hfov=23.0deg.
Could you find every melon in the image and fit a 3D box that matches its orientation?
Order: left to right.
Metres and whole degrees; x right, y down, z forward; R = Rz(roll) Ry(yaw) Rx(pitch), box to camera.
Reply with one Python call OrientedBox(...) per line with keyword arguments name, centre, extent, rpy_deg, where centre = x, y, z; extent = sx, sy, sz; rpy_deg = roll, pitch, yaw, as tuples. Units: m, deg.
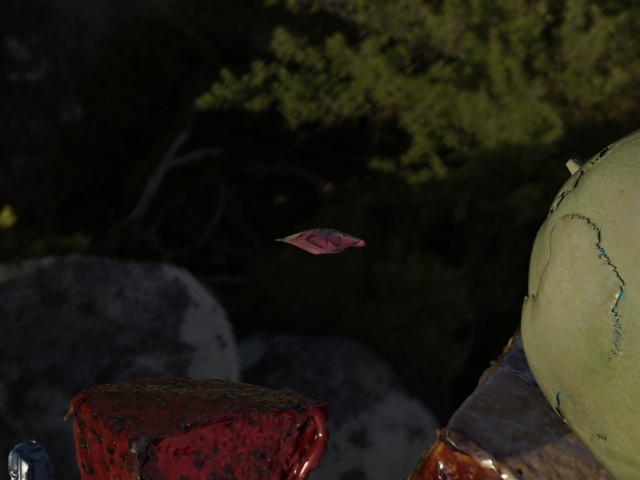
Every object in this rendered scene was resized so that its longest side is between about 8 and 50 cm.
OrientedBox(name="melon", centre=(0.281, 0.055, 0.994), extent=(0.330, 0.268, 0.268), rpy_deg=(37, 52, 16))

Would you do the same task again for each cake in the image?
OrientedBox(name="cake", centre=(0.178, 0.220, 1.402), extent=(0.196, 0.198, 0.293), rpy_deg=(40, 41, 11))

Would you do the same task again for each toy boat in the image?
OrientedBox(name="toy boat", centre=(-0.217, 0.190, 1.165), extent=(0.038, 0.038, 0.083), rpy_deg=(-3, 94, -30))

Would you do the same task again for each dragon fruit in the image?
OrientedBox(name="dragon fruit", centre=(-0.081, 0.158, 1.080), extent=(0.161, 0.127, 0.120), rpy_deg=(-12, 111, -23))

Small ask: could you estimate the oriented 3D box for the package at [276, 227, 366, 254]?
OrientedBox(name="package", centre=(0.000, 0.000, 1.702), extent=(0.083, 0.059, 0.029), rpy_deg=(5, 84, -39))
